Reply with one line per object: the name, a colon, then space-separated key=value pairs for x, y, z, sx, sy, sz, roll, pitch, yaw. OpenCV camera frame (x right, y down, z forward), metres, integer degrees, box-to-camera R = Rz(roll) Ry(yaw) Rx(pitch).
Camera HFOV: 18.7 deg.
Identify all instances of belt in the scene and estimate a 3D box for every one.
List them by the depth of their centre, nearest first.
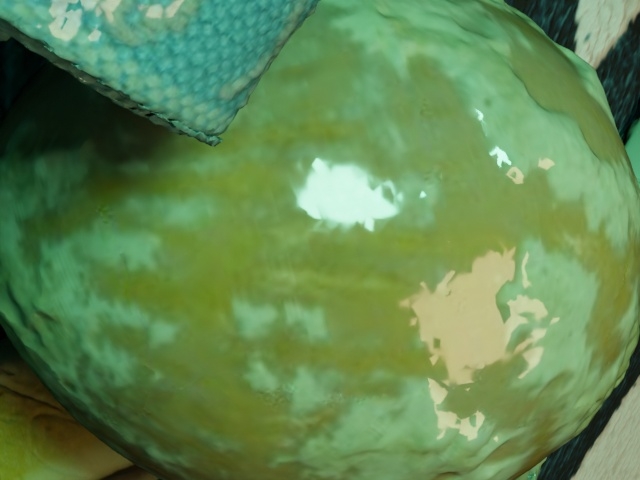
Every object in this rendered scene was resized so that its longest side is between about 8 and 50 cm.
belt: x=-0.074 y=-0.089 z=0.505 sx=0.163 sy=0.147 sz=0.082 roll=36 pitch=93 yaw=-32

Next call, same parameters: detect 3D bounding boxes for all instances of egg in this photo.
egg: x=0.000 y=0.000 z=0.665 sx=0.245 sy=0.203 sz=0.203 roll=7 pitch=113 yaw=-31

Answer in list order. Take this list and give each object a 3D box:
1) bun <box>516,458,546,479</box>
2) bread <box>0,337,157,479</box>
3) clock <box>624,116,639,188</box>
bun: x=0.025 y=0.106 z=0.870 sx=0.239 sy=0.141 sz=0.239 roll=-60 pitch=175 yaw=-9
bread: x=-0.095 y=0.066 z=0.724 sx=0.053 sy=0.073 sz=0.214 roll=-28 pitch=177 yaw=33
clock: x=0.252 y=-0.042 z=1.325 sx=0.151 sy=0.062 sz=0.191 roll=-62 pitch=157 yaw=-2
